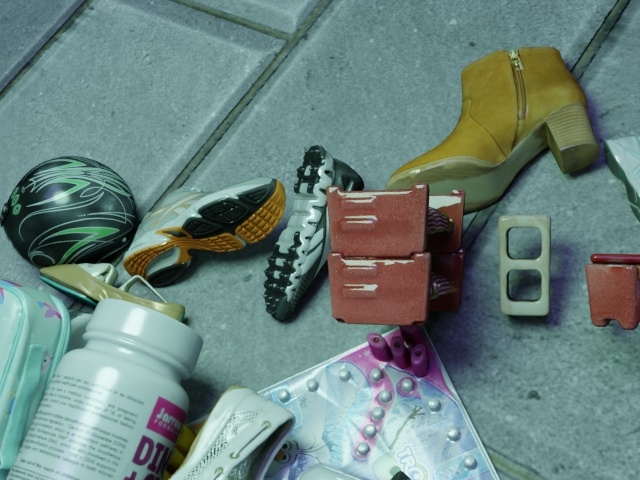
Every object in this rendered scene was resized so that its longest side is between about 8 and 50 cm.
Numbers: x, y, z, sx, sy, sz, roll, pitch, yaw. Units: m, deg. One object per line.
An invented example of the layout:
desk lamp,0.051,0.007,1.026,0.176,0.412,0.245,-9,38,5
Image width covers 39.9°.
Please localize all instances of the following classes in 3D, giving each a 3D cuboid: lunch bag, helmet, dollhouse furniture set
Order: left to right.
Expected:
lunch bag,-0.425,0.176,1.049,0.224,0.108,0.279,14,84,22
helmet,-0.355,-0.042,1.270,0.161,0.169,0.169,-32,53,17
dollhouse furniture set,0.212,0.013,0.991,0.374,0.201,0.152,0,91,19

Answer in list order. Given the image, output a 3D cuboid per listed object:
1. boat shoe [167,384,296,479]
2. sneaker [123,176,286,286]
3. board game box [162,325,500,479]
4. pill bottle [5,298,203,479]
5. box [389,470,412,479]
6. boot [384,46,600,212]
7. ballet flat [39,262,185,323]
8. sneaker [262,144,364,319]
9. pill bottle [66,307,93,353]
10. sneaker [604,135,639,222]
boat shoe,-0.114,0.290,0.950,0.096,0.098,0.277,15,63,26
sneaker,-0.163,-0.041,1.211,0.262,0.099,0.121,-23,44,24
board game box,0.008,0.316,0.985,0.390,0.050,0.390,-25,54,2
pill bottle,-0.246,0.221,1.000,0.160,0.160,0.283,10,67,23
box,0.063,0.361,0.817,0.183,0.056,0.231,42,101,9
boot,0.213,-0.157,1.199,0.295,0.104,0.211,-15,50,2
ballet flat,-0.283,0.074,1.217,0.232,0.080,0.073,26,75,20
sneaker,0.000,0.000,1.169,0.078,0.106,0.234,9,81,61
pill bottle,-0.417,0.140,1.183,0.245,0.130,0.130,9,62,22
sneaker,0.409,-0.076,1.104,0.061,0.054,0.152,-16,55,4
